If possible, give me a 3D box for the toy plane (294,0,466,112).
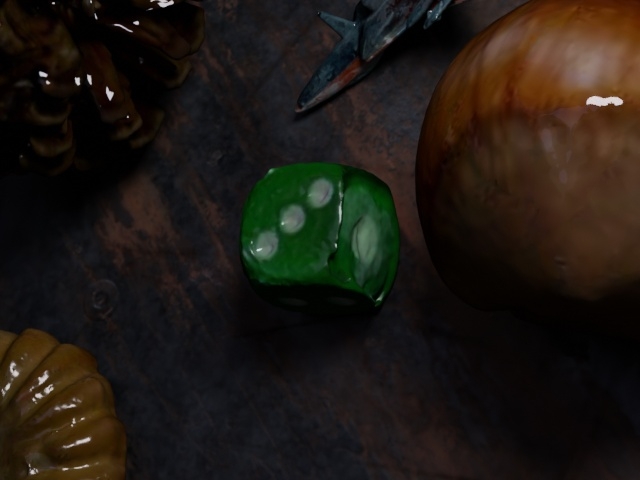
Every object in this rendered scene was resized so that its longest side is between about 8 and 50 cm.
[{"bbox_3d":[0.076,-0.253,1.701,0.326,0.104,0.223,-40,33,14],"label":"toy plane"}]

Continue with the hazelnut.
[{"bbox_3d":[0.255,-0.074,1.445,0.372,0.315,0.372,-3,51,3],"label":"hazelnut"}]

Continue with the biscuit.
[{"bbox_3d":[-0.353,0.248,1.759,0.325,0.107,0.326,-9,71,28],"label":"biscuit"}]

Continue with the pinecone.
[{"bbox_3d":[-0.294,-0.257,1.737,0.397,0.398,0.398,-9,69,25],"label":"pinecone"}]

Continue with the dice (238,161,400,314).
[{"bbox_3d":[0.000,0.000,1.640,0.120,0.131,0.128,-4,72,29],"label":"dice"}]
